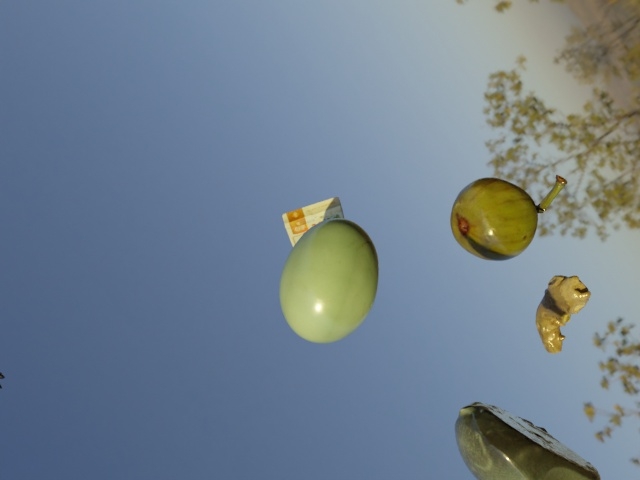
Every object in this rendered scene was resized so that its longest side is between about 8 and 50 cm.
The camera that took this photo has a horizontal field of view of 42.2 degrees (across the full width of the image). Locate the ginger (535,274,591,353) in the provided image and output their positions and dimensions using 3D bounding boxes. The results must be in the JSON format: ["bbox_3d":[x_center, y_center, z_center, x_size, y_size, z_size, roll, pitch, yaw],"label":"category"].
[{"bbox_3d":[0.388,0.114,1.349,0.069,0.051,0.173,41,152,27],"label":"ginger"}]

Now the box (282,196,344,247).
[{"bbox_3d":[0.000,0.001,1.742,0.220,0.122,0.032,73,179,-54],"label":"box"}]

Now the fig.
[{"bbox_3d":[0.313,-0.045,1.433,0.186,0.142,0.148,-10,-69,-45],"label":"fig"}]

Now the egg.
[{"bbox_3d":[0.017,0.067,1.436,0.168,0.168,0.231,40,-125,-36],"label":"egg"}]

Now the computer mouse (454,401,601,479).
[{"bbox_3d":[0.321,0.356,1.319,0.203,0.114,0.374,34,-177,42],"label":"computer mouse"}]

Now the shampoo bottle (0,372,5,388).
[{"bbox_3d":[-0.478,0.144,1.012,0.183,0.050,0.087,24,-170,5],"label":"shampoo bottle"}]
